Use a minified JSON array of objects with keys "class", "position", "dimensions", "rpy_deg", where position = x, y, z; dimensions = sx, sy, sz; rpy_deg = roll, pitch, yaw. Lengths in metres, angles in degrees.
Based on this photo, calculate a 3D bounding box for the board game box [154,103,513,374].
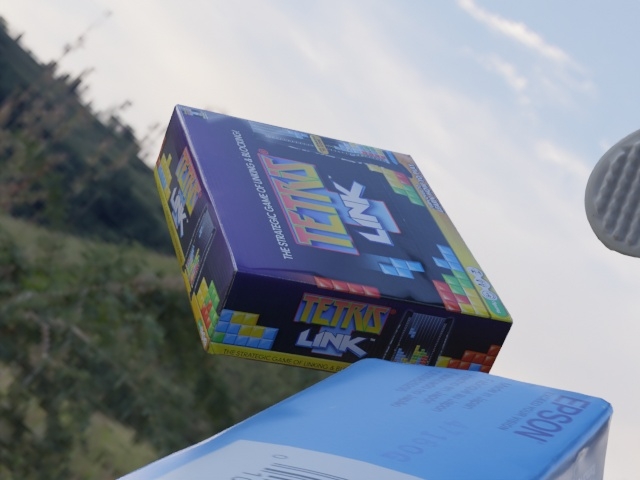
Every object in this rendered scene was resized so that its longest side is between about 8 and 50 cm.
[{"class":"board game box","position":[0.000,0.000,0.693],"dimensions":[0.141,0.048,0.170],"rpy_deg":[12,27,-23]}]

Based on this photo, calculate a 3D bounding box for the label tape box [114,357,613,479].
[{"class":"label tape box","position":[-0.002,0.236,0.450],"dimensions":[0.115,0.347,0.249],"rpy_deg":[6,11,26]}]

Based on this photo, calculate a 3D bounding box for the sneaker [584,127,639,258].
[{"class":"sneaker","position":[0.383,-0.079,1.030],"dimensions":[0.150,0.366,0.135],"rpy_deg":[-3,80,-63]}]
